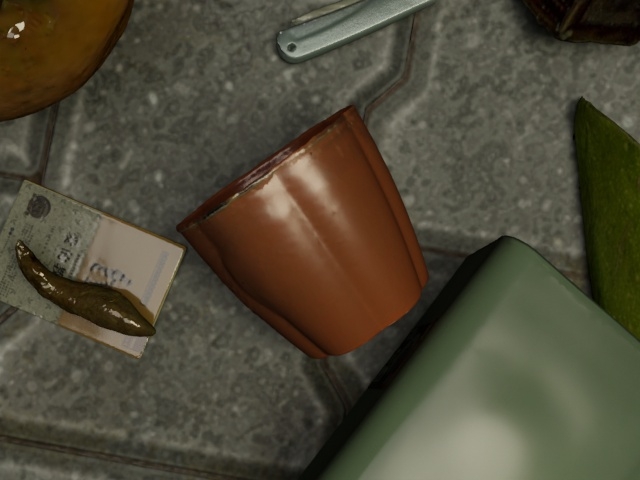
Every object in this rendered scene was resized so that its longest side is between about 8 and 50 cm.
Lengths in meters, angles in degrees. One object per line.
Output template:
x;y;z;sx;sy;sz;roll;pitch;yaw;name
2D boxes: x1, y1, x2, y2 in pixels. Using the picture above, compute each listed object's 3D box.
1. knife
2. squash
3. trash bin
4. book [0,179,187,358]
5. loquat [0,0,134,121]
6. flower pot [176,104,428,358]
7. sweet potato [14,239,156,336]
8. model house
0.032;-0.217;0.881;0.162;0.023;0.044;-24;83;-1;knife
0.330;-0.025;0.826;0.169;0.093;0.252;-6;87;10;squash
0.120;0.198;0.762;0.223;0.158;0.343;42;77;2;trash bin
-0.229;0.027;0.873;0.172;0.012;0.118;22;88;1;book
-0.305;-0.252;0.741;0.328;0.328;0.328;0;87;0;loquat
0.000;0.000;0.801;0.190;0.190;0.173;-37;99;-2;flower pot
-0.221;0.052;0.846;0.153;0.038;0.041;30;109;1;sweet potato
0.258;-0.261;0.857;0.152;0.106;0.165;-31;52;10;model house
